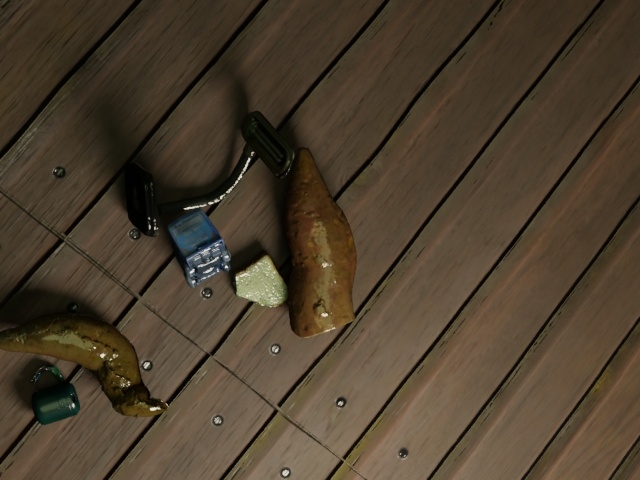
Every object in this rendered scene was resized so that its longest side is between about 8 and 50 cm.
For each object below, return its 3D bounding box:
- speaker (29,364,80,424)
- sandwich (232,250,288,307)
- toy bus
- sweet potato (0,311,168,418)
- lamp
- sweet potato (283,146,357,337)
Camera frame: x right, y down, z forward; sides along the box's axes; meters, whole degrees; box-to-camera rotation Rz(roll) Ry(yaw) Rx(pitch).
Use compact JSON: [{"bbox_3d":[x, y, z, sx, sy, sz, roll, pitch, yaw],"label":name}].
[{"bbox_3d":[-0.458,0.264,1.629,0.075,0.060,0.094,-16,63,-15],"label":"speaker"},{"bbox_3d":[-0.108,0.083,1.723,0.093,0.036,0.105,-38,104,-12],"label":"sandwich"},{"bbox_3d":[-0.203,0.015,1.592,0.079,0.236,0.094,-24,82,-10],"label":"toy bus"},{"bbox_3d":[-0.388,0.196,1.615,0.310,0.098,0.124,32,60,-11],"label":"sweet potato"},{"bbox_3d":[-0.183,-0.096,1.612,0.283,0.203,0.124,-25,119,-17],"label":"lamp"},{"bbox_3d":[0.000,0.000,1.705,0.131,0.131,0.336,-3,94,-16],"label":"sweet potato"}]
